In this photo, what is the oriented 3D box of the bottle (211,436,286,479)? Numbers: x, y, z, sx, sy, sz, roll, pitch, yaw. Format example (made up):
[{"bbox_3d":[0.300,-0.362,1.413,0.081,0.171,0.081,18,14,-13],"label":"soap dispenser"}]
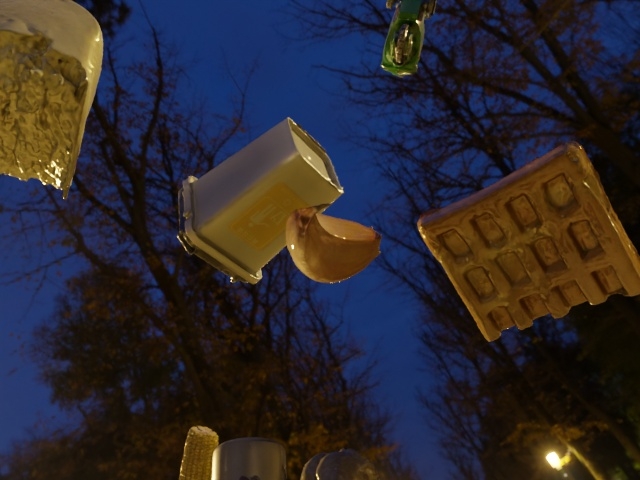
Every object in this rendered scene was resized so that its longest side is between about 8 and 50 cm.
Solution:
[{"bbox_3d":[-0.098,0.401,0.825,0.110,0.233,0.110,-4,-39,-3],"label":"bottle"}]

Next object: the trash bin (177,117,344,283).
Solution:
[{"bbox_3d":[-0.152,-0.113,1.471,0.368,0.296,0.256,-37,-52,17],"label":"trash bin"}]

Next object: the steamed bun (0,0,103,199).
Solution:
[{"bbox_3d":[-0.499,-0.252,0.954,0.272,0.273,0.290,18,-43,-25],"label":"steamed bun"}]

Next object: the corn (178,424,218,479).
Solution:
[{"bbox_3d":[-0.279,0.548,1.345,0.081,0.248,0.081,8,-10,1],"label":"corn"}]

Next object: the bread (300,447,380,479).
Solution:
[{"bbox_3d":[0.057,0.485,0.873,0.102,0.337,0.183,-27,-5,25],"label":"bread"}]

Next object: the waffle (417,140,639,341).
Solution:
[{"bbox_3d":[0.390,0.014,1.145,0.348,0.304,0.077,-28,9,31],"label":"waffle"}]

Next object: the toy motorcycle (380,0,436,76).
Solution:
[{"bbox_3d":[0.131,-0.311,0.897,0.074,0.190,0.106,11,-38,8],"label":"toy motorcycle"}]

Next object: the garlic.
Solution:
[{"bbox_3d":[0.001,0.009,0.979,0.207,0.128,0.115,20,-96,-55],"label":"garlic"}]
